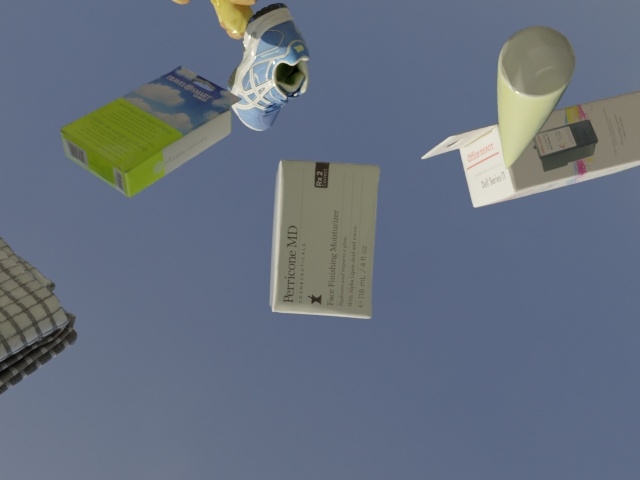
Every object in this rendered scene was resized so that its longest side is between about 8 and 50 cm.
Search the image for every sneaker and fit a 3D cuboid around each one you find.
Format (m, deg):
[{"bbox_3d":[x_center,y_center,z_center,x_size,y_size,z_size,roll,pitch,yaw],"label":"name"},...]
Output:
[{"bbox_3d":[-0.065,-0.201,1.049,0.080,0.211,0.081,-28,-110,-22],"label":"sneaker"}]

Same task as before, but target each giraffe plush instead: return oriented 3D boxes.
[{"bbox_3d":[-0.208,-0.466,1.429,0.170,0.210,0.181,-5,-146,-16],"label":"giraffe plush"}]

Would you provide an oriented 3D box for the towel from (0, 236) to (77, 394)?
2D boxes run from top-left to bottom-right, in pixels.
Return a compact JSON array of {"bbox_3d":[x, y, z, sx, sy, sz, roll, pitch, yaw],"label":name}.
[{"bbox_3d":[-0.424,0.088,0.865,0.284,0.121,0.235,30,-132,30],"label":"towel"}]

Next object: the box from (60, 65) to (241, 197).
[{"bbox_3d":[-0.186,-0.128,0.923,0.109,0.042,0.178,31,-130,25],"label":"box"}]

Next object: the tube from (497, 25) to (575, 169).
[{"bbox_3d":[0.192,-0.130,0.769,0.070,0.240,0.062,-32,-100,7],"label":"tube"}]

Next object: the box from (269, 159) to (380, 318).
[{"bbox_3d":[0.000,0.000,1.019,0.119,0.182,0.181,3,-91,-4],"label":"box"}]

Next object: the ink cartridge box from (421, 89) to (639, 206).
[{"bbox_3d":[0.370,-0.143,1.379,0.353,0.207,0.119,-14,-93,-8],"label":"ink cartridge box"}]
